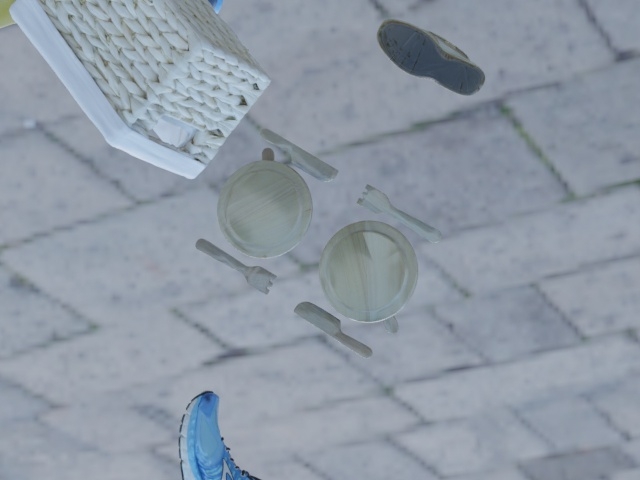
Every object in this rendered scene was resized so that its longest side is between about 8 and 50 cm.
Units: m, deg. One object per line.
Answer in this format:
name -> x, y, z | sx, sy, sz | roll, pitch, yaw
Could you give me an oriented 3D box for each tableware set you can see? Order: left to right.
tableware set -> 0.000, 0.000, 1.553 | 0.194, 0.128, 0.039 | 32, -176, 15

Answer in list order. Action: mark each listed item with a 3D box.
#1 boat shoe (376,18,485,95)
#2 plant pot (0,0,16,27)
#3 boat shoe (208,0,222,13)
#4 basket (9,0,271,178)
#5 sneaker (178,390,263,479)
boat shoe -> 0.114, -0.199, 1.919 | 0.135, 0.045, 0.050 | 30, 108, -24
plant pot -> -0.310, -0.241, 1.661 | 0.082, 0.081, 0.083 | -17, 115, 14
boat shoe -> -0.161, -0.299, 1.649 | 0.089, 0.258, 0.109 | -3, 137, -29
basket -> -0.133, -0.145, 1.340 | 0.103, 0.167, 0.113 | -47, 149, 13
sneaker -> -0.085, 0.214, 1.609 | 0.073, 0.162, 0.063 | -9, 172, 3
